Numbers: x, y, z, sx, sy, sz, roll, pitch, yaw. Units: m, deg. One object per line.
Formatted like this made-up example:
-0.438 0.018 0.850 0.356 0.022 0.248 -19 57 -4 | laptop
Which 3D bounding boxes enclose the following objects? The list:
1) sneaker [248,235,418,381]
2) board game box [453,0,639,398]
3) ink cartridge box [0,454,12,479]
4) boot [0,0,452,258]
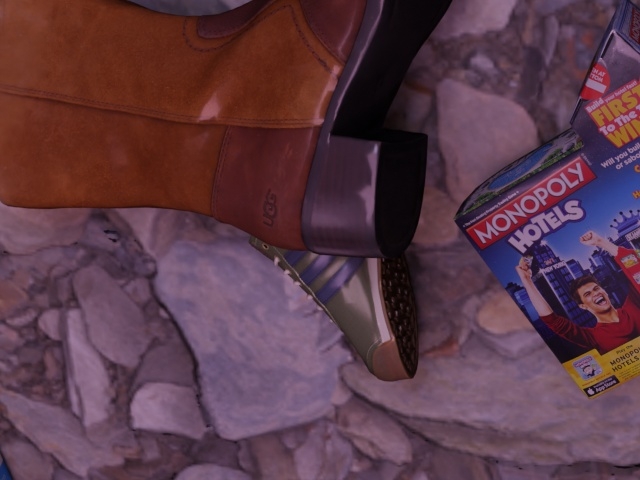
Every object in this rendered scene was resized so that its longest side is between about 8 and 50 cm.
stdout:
0.000 0.000 1.168 0.086 0.064 0.192 -9 108 19 | sneaker
0.187 -0.032 1.104 0.194 0.060 0.194 -30 105 26 | board game box
-0.337 0.148 1.268 0.171 0.168 0.232 -11 113 19 | ink cartridge box
-0.063 -0.132 1.109 0.280 0.096 0.264 10 103 29 | boot
